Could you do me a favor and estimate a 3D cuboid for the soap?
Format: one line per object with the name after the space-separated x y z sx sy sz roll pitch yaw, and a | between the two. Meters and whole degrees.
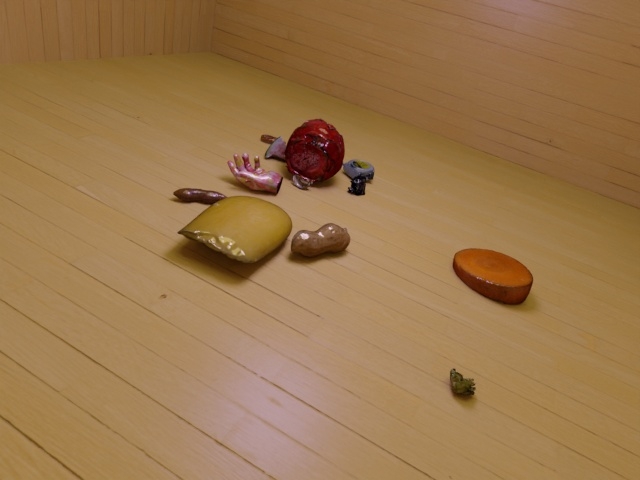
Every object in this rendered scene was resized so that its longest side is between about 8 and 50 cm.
-0.275 -0.045 1.554 0.305 0.115 0.427 20 30 14 | soap

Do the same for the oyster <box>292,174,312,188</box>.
-0.081 -0.276 2.059 0.083 0.080 0.038 62 20 9 | oyster

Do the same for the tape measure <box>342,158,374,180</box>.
0.157 -0.409 2.358 0.163 0.084 0.330 -5 38 -34 | tape measure

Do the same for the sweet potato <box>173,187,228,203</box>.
-0.462 -0.175 1.739 0.218 0.051 0.065 3 29 -21 | sweet potato

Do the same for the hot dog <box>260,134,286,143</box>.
-0.259 -0.551 2.447 0.144 0.038 0.062 17 31 3 | hot dog

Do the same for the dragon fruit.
-0.028 -0.426 2.120 0.295 0.296 0.302 10 44 -9 | dragon fruit

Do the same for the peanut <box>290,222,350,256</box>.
0.000 0.000 1.609 0.263 0.118 0.101 -12 21 -34 | peanut

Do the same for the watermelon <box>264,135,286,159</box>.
-0.197 -0.467 2.280 0.158 0.121 0.098 14 9 -11 | watermelon

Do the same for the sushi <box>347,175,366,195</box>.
0.178 -0.263 2.136 0.084 0.083 0.056 -12 41 -39 | sushi

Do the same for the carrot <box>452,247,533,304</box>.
0.659 0.129 1.727 0.307 0.100 0.258 28 34 34 | carrot

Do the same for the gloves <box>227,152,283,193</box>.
-0.288 -0.282 1.928 0.241 0.126 0.145 18 55 -2 | gloves

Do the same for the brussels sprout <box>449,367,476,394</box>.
0.385 0.390 1.207 0.085 0.058 0.085 23 -2 1 | brussels sprout
